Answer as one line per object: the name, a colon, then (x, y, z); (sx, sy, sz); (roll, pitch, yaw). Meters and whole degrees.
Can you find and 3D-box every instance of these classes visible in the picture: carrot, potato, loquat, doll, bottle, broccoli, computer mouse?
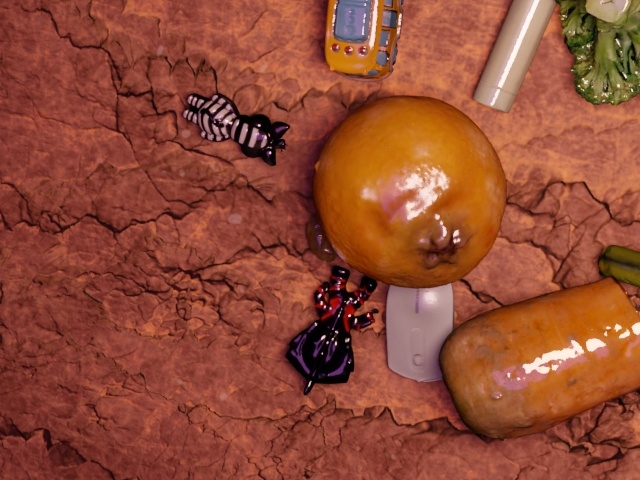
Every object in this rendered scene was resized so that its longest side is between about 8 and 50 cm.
carrot: (0.380, 0.199, 1.640); (0.340, 0.224, 0.224); (-25, 92, 11)
potato: (0.000, 0.000, 1.803); (0.046, 0.045, 0.092); (-26, 95, -18)
loquat: (0.147, -0.079, 1.610); (0.328, 0.328, 0.328); (3, 100, 16)
doll: (0.023, 0.175, 1.811); (0.127, 0.088, 0.249); (22, 96, 32)
doll: (-0.154, -0.212, 1.802); (0.219, 0.067, 0.091); (26, 109, 16)
bottle: (0.328, -0.321, 1.640); (0.072, 0.072, 0.201); (25, 105, 11)
broccoli: (0.487, -0.343, 1.489); (0.269, 0.269, 0.254); (-20, 78, 18)
computer mouse: (0.181, 0.154, 1.764); (0.128, 0.079, 0.231); (3, 103, 18)

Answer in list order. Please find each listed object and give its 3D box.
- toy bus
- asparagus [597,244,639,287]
toy bus: (0.070, -0.379, 1.670); (0.126, 0.136, 0.209); (10, 103, 14)
asparagus: (0.599, 0.071, 1.602); (0.277, 0.060, 0.067); (22, 107, 28)
